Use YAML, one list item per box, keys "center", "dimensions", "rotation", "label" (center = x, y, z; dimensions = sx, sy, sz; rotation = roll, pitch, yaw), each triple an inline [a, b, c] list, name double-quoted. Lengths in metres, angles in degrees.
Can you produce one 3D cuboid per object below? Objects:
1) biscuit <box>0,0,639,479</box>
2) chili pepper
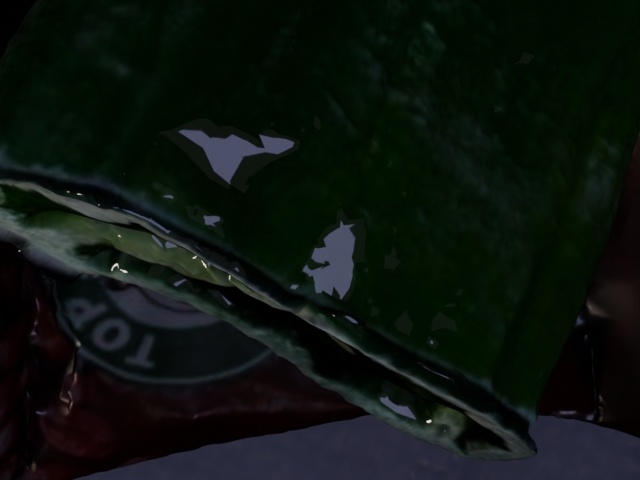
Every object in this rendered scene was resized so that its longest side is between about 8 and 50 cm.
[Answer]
- center: [0.001, -0.006, 0.479]
  dimensions: [0.235, 0.063, 0.151]
  rotation: [-5, 108, -17]
  label: "biscuit"
- center: [0.033, -0.100, 0.402]
  dimensions: [0.136, 0.099, 0.270]
  rotation: [23, 73, -3]
  label: "chili pepper"
